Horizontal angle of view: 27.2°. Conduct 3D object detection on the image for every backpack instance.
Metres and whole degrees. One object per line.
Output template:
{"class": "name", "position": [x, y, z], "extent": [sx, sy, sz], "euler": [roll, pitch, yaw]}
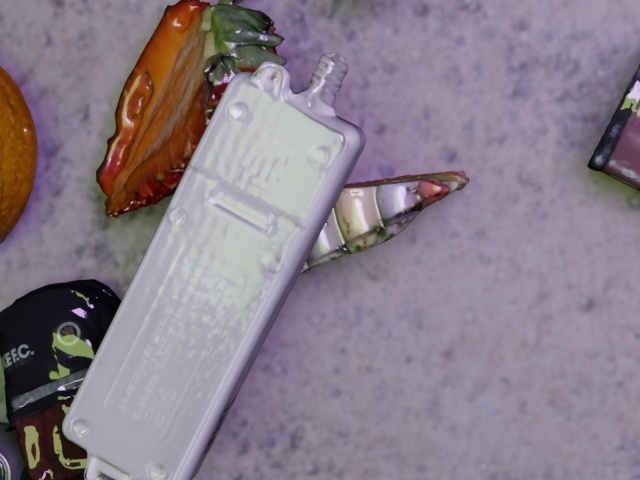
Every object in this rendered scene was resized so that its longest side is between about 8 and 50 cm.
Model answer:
{"class": "backpack", "position": [-0.187, 0.114, 1.006], "extent": [0.120, 0.106, 0.165], "euler": [-27, 87, 9]}

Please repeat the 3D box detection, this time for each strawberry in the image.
{"class": "strawberry", "position": [-0.088, -0.097, 0.977], "extent": [0.140, 0.085, 0.192], "euler": [11, 85, 53]}

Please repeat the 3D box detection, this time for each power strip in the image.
{"class": "power strip", "position": [-0.069, 0.023, 0.893], "extent": [0.098, 0.058, 0.338], "euler": [29, 101, 8]}

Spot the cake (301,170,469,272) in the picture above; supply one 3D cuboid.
{"class": "cake", "position": [-0.009, -0.019, 0.962], "extent": [0.225, 0.109, 0.090], "euler": [-26, 88, 12]}

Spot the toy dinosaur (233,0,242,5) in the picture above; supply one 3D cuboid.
{"class": "toy dinosaur", "position": [0.028, -0.297, 0.963], "extent": [0.162, 0.077, 0.294], "euler": [22, 83, 14]}

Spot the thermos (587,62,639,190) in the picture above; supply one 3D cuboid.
{"class": "thermos", "position": [0.347, -0.012, 0.890], "extent": [0.330, 0.109, 0.136], "euler": [28, 97, 9]}

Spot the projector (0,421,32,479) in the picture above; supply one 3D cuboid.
{"class": "projector", "position": [-0.267, 0.191, 1.039], "extent": [0.083, 0.082, 0.083], "euler": [8, 95, 11]}

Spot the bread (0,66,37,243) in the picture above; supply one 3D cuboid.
{"class": "bread", "position": [-0.355, -0.078, 1.013], "extent": [0.269, 0.142, 0.195], "euler": [11, 97, 13]}
